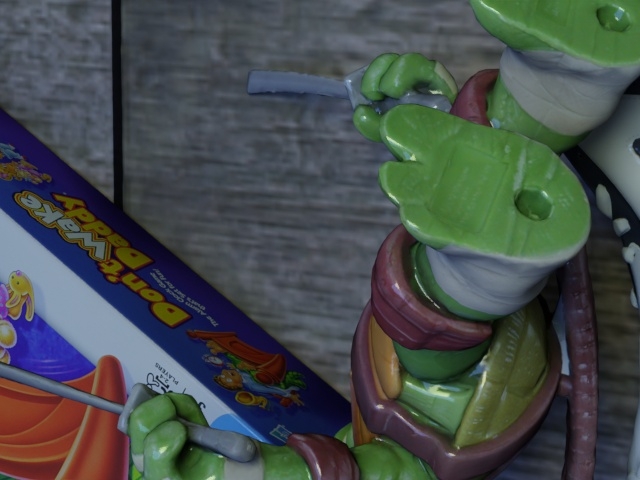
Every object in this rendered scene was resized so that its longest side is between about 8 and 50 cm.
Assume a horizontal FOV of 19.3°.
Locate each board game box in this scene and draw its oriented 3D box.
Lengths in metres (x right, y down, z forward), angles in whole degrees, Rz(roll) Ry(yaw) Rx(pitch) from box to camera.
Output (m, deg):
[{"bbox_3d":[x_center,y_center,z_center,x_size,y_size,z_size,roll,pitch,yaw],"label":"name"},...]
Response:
[{"bbox_3d":[-0.171,0.080,0.964,0.347,0.078,0.233,39,116,20],"label":"board game box"}]

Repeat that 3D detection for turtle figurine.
[{"bbox_3d":[0.000,0.000,0.707,0.275,0.197,0.266,55,149,19],"label":"turtle figurine"}]

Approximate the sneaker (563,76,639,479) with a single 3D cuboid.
[{"bbox_3d":[0.145,-0.009,0.755,0.153,0.094,0.235,48,143,37],"label":"sneaker"}]
